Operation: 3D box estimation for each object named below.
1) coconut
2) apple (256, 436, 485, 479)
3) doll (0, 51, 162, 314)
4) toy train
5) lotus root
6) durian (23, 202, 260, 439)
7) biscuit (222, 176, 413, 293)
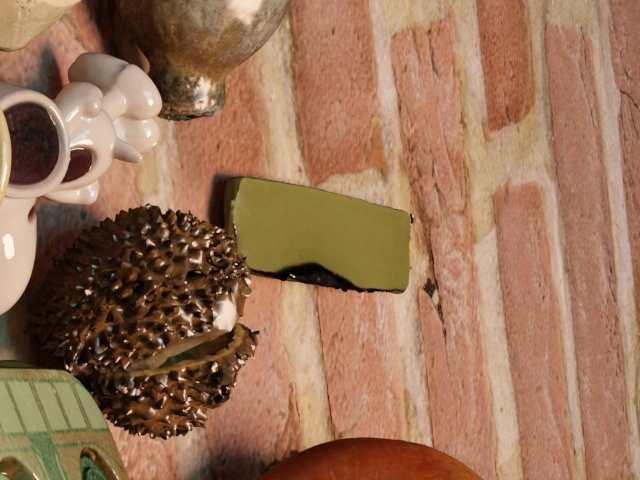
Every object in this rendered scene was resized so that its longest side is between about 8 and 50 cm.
[{"bbox_3d":[-0.229,-0.195,1.139,0.116,0.116,0.122,-22,107,-56],"label":"coconut"},{"bbox_3d":[0.041,0.347,1.370,0.305,0.338,0.338,85,27,-44],"label":"apple"},{"bbox_3d":[-0.223,-0.073,1.144,0.271,0.144,0.208,-56,154,-38],"label":"doll"},{"bbox_3d":[-0.222,0.163,1.044,0.326,0.129,0.159,24,44,-78],"label":"toy train"},{"bbox_3d":[-0.085,-0.269,1.322,0.175,0.175,0.349,26,67,-54],"label":"lotus root"},{"bbox_3d":[-0.142,0.069,1.246,0.196,0.167,0.196,-6,100,-36],"label":"durian"},{"bbox_3d":[0.000,0.000,1.559,0.322,0.038,0.099,8,79,-56],"label":"biscuit"}]
